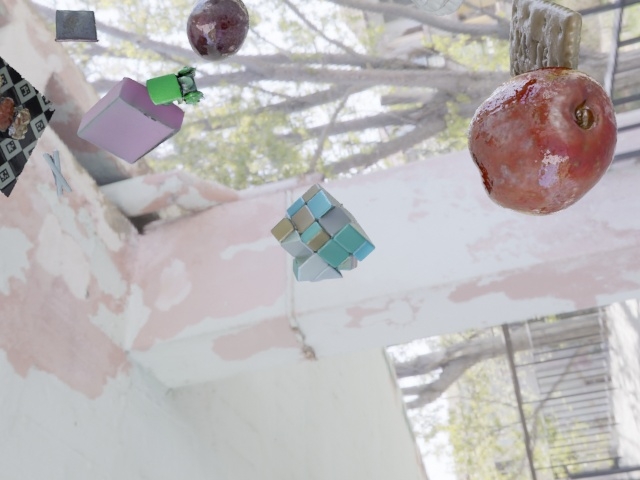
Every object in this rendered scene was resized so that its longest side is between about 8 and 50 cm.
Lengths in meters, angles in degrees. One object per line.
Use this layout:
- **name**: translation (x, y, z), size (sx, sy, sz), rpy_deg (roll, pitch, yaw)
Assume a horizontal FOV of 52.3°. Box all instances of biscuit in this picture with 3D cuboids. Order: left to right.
- **biscuit**: translation (0.480, -0.417, 1.429), size (0.325, 0.044, 0.217), rpy_deg (-102, 3, -59)

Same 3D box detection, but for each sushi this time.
- **sushi**: translation (-0.724, -0.274, 1.481), size (0.290, 0.050, 0.264), rpy_deg (60, -133, -61)

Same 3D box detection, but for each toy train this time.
- **toy train**: translation (-0.333, -0.346, 1.503), size (0.251, 0.119, 0.085), rpy_deg (-147, 40, -76)

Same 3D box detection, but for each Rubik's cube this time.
- **Rubik's cube**: translation (0.000, 0.000, 1.784), size (0.265, 0.213, 0.224), rpy_deg (40, -169, -36)

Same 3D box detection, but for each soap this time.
- **soap**: translation (-0.503, -0.310, 1.723), size (0.181, 0.259, 0.081), rpy_deg (28, -121, -33)

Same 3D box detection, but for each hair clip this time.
- **hair clip**: translation (-0.529, -0.140, 1.304), size (0.039, 0.030, 0.115), rpy_deg (48, 152, 24)

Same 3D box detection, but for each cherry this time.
- **cherry**: translation (-0.240, -0.505, 1.526), size (0.176, 0.140, 0.176), rpy_deg (-61, 6, 11)

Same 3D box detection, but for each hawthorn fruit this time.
- **hawthorn fruit**: translation (0.416, -0.185, 1.221), size (0.284, 0.284, 0.284), rpy_deg (-13, -90, -78)

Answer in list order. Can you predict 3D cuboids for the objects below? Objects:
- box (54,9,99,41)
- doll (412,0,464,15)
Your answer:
- **box**: translation (-0.488, -0.427, 1.302), size (0.060, 0.084, 0.063), rpy_deg (-133, 40, -66)
- **doll**: translation (0.251, -0.522, 1.216), size (0.119, 0.138, 0.293), rpy_deg (43, -122, -15)
